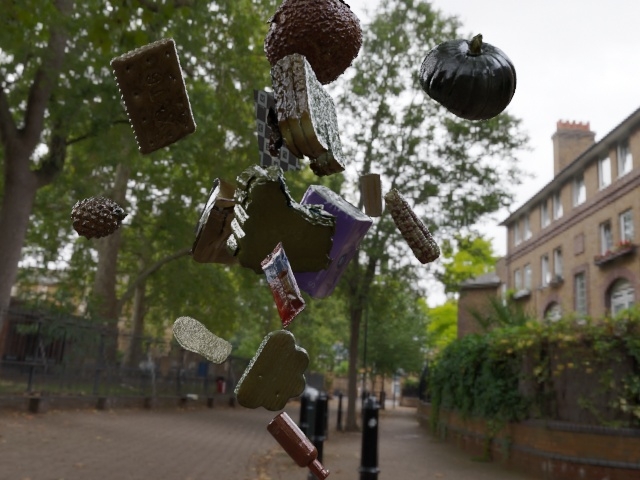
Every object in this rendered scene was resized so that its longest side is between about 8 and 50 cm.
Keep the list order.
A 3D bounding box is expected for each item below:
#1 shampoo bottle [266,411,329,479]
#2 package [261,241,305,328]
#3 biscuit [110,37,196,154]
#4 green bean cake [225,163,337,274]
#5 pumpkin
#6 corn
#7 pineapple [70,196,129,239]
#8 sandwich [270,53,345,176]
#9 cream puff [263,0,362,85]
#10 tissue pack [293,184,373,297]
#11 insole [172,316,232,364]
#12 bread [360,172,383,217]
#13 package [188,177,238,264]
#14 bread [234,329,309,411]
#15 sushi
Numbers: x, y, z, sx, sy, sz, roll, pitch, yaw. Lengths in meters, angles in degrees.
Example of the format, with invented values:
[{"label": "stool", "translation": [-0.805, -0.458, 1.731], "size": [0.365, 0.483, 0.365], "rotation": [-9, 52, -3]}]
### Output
[{"label": "shampoo bottle", "translation": [-0.066, 0.660, 1.962], "size": [0.244, 0.085, 0.085], "rotation": [45, -6, 14]}, {"label": "package", "translation": [-0.088, 0.102, 1.436], "size": [0.022, 0.200, 0.083], "rotation": [19, -53, -43]}, {"label": "biscuit", "translation": [-0.497, -0.434, 1.885], "size": [0.044, 0.217, 0.325], "rotation": [29, -40, 37]}, {"label": "green bean cake", "translation": [-0.106, -0.068, 1.757], "size": [0.310, 0.285, 0.202], "rotation": [5, 18, -29]}, {"label": "pumpkin", "translation": [0.381, -0.424, 1.586], "size": [0.250, 0.250, 0.216], "rotation": [4, -53, 1]}, {"label": "corn", "translation": [0.258, -0.038, 1.765], "size": [0.079, 0.237, 0.079], "rotation": [-34, 8, 5]}, {"label": "pineapple", "translation": [-0.786, -0.083, 2.222], "size": [0.193, 0.166, 0.166], "rotation": [-6, -14, 0]}, {"label": "sandwich", "translation": [-0.027, -0.305, 1.587], "size": [0.095, 0.249, 0.273], "rotation": [-13, -18, 17]}, {"label": "cream puff", "translation": [-0.024, -0.646, 2.038], "size": [0.350, 0.228, 0.350], "rotation": [-2, -31, -1]}, {"label": "tissue pack", "translation": [0.000, 0.000, 2.193], "size": [0.242, 0.338, 0.160], "rotation": [35, 17, 24]}, {"label": "insole", "translation": [-0.318, 0.262, 1.627], "size": [0.248, 0.081, 0.011], "rotation": [18, -19, 42]}, {"label": "bread", "translation": [0.201, -0.173, 2.393], "size": [0.077, 0.152, 0.105], "rotation": [-3, -13, 12]}, {"label": "package", "translation": [-0.369, -0.038, 2.288], "size": [0.221, 0.165, 0.311], "rotation": [31, -50, -3]}, {"label": "bread", "translation": [-0.144, 0.445, 2.036], "size": [0.207, 0.286, 0.056], "rotation": [35, 0, -10]}, {"label": "sushi", "translation": [-0.206, -0.458, 2.629], "size": [0.069, 0.339, 0.320], "rotation": [-1, 8, 30]}]
